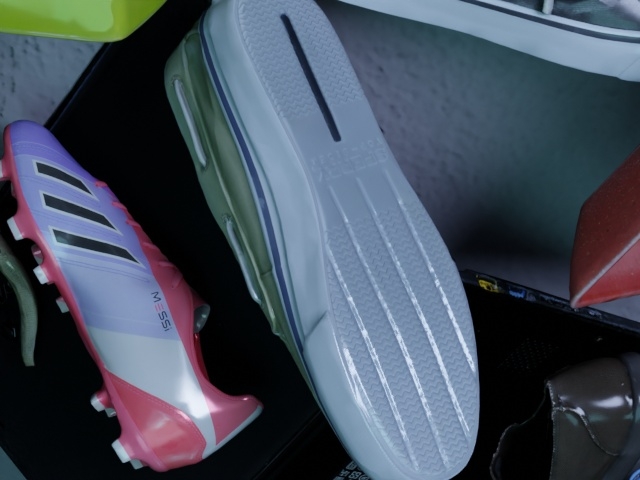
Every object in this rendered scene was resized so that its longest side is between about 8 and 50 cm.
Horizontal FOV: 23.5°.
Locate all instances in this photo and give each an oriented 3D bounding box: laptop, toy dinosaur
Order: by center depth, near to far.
[{"bbox_3d":[-0.238,-0.032,0.990,0.064,0.118,0.268,-34,102,-18],"label":"toy dinosaur"},{"bbox_3d":[-0.011,0.075,1.081,0.407,0.236,0.382,17,130,-35],"label":"laptop"}]

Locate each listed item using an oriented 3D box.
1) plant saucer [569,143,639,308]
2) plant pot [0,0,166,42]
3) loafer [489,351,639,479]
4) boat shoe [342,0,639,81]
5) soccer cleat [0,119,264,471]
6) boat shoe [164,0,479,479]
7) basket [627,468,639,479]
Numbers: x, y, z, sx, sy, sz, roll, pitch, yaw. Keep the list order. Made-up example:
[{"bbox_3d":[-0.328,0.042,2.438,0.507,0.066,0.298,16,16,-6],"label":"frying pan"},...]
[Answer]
[{"bbox_3d":[0.266,-0.074,0.830,0.259,0.258,0.048,-49,64,32],"label":"plant saucer"},{"bbox_3d":[-0.175,-0.244,0.790,0.227,0.228,0.207,8,116,6],"label":"plant pot"},{"bbox_3d":[0.142,0.149,0.990,0.078,0.080,0.220,6,130,-13],"label":"loafer"},{"bbox_3d":[0.125,-0.174,0.838,0.306,0.113,0.105,17,139,11],"label":"boat shoe"},{"bbox_3d":[-0.125,0.026,0.972,0.095,0.083,0.248,-25,76,-4],"label":"soccer cleat"},{"bbox_3d":[0.000,0.000,0.875,0.094,0.109,0.302,-31,75,49],"label":"boat shoe"},{"bbox_3d":[0.287,0.243,1.001,0.254,0.201,0.289,17,155,-1],"label":"basket"}]
